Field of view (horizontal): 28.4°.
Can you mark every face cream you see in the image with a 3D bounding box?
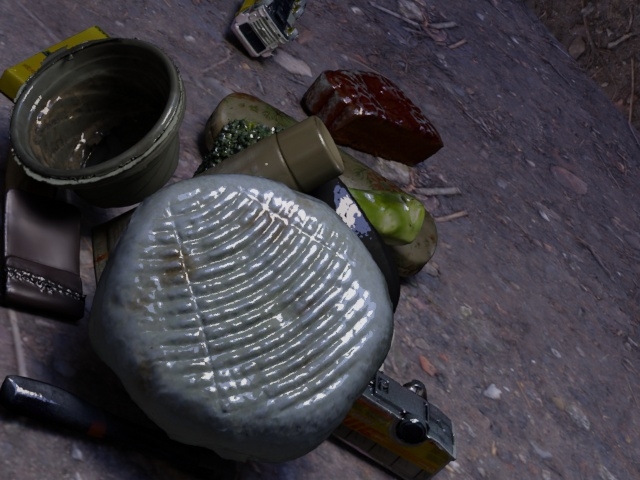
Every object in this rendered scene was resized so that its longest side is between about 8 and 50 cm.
[{"bbox_3d":[-0.138,-0.046,1.585,0.084,0.341,0.137,55,13,-43],"label":"face cream"}]

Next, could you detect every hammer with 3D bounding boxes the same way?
[{"bbox_3d":[-0.219,0.214,1.393,0.289,0.037,0.137,24,30,-27],"label":"hammer"}]

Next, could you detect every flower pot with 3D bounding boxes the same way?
[{"bbox_3d":[-0.266,-0.131,1.602,0.141,0.235,0.235,71,-7,-54],"label":"flower pot"}]

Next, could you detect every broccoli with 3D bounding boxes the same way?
[{"bbox_3d":[0.001,-0.042,1.815,0.361,0.221,0.252,8,1,-20],"label":"broccoli"}]

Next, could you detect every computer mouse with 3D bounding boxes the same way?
[{"bbox_3d":[0.000,0.000,1.625,0.270,0.137,0.086,52,-4,4],"label":"computer mouse"}]

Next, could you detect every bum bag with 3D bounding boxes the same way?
[{"bbox_3d":[-0.331,0.014,1.514,0.109,0.026,0.159,16,56,-36],"label":"bum bag"}]

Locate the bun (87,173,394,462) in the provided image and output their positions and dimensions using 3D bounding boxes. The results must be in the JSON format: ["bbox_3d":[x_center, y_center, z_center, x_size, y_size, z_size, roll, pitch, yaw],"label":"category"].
[{"bbox_3d":[-0.096,0.087,1.458,0.354,0.194,0.355,8,65,-18],"label":"bun"}]

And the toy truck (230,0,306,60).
[{"bbox_3d":[-0.102,-0.425,2.378,0.098,0.114,0.227,52,23,-23],"label":"toy truck"}]

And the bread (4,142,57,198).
[{"bbox_3d":[-0.373,-0.090,1.632,0.073,0.053,0.214,37,29,-35],"label":"bread"}]

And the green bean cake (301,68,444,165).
[{"bbox_3d":[0.094,-0.229,2.340,0.232,0.097,0.198,0,48,-51],"label":"green bean cake"}]

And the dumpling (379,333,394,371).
[{"bbox_3d":[0.013,0.137,1.719,0.228,0.124,0.151,10,76,-35],"label":"dumpling"}]

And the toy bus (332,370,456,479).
[{"bbox_3d":[0.055,0.214,1.648,0.268,0.106,0.092,33,28,-16],"label":"toy bus"}]

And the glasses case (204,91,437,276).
[{"bbox_3d":[0.005,-0.089,2.028,0.425,0.098,0.156,32,35,-13],"label":"glasses case"}]

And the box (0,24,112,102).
[{"bbox_3d":[-0.345,-0.230,1.878,0.153,0.041,0.279,39,28,0],"label":"box"}]
